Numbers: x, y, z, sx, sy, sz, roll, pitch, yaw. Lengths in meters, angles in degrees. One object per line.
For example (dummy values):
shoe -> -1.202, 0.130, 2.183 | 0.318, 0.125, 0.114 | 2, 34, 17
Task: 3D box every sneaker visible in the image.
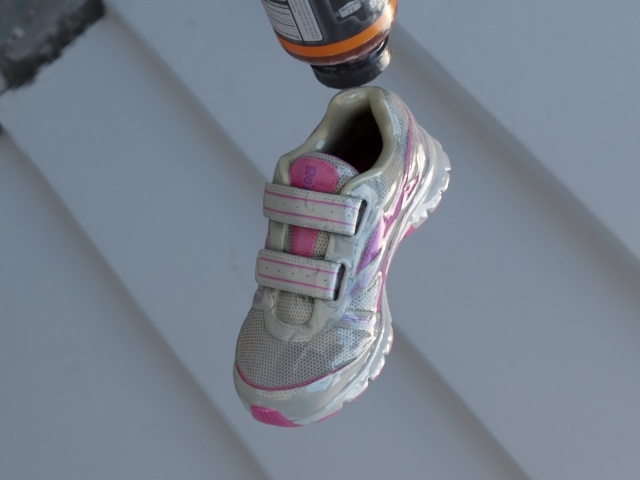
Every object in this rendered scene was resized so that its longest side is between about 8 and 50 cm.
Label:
sneaker -> 0.000, 0.000, 0.937 | 0.111, 0.103, 0.252 | 58, 45, -49

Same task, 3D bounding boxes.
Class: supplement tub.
supplement tub -> -0.001, -0.212, 1.122 | 0.106, 0.106, 0.198 | -35, 137, -9
